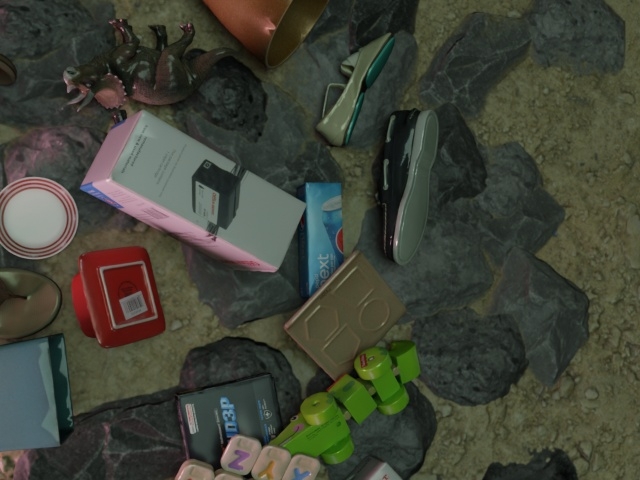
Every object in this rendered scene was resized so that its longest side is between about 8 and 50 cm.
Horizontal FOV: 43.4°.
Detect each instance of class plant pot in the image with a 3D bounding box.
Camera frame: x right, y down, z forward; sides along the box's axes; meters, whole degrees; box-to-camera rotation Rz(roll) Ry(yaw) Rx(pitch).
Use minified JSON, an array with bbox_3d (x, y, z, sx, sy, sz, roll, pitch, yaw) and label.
[{"bbox_3d":[-0.126,-0.478,1.433,0.254,0.237,0.237,36,75,3],"label":"plant pot"},{"bbox_3d":[-0.525,0.247,1.264,0.234,0.165,0.166,-7,87,-11],"label":"plant pot"}]

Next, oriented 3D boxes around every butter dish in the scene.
[{"bbox_3d":[-0.360,0.101,1.355,0.160,0.118,0.160,-10,85,-59],"label":"butter dish"}]

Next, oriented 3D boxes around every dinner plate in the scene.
[{"bbox_3d":[-0.487,-0.038,1.375,0.141,0.017,0.141,2,84,-16],"label":"dinner plate"}]

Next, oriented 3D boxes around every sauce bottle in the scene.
[{"bbox_3d":[-0.339,-0.166,1.420,0.042,0.042,0.128,-18,88,-18],"label":"sauce bottle"}]

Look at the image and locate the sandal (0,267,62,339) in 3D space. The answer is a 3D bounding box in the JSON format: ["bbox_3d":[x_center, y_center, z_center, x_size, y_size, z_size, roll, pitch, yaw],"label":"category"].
[{"bbox_3d":[-0.576,0.089,1.299,0.302,0.086,0.120,12,82,-16],"label":"sandal"}]

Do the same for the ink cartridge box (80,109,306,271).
[{"bbox_3d":[-0.212,-0.072,1.327,0.307,0.223,0.129,30,77,-24],"label":"ink cartridge box"}]

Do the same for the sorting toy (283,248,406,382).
[{"bbox_3d":[0.046,0.138,1.461,0.193,0.038,0.208,-46,130,-8],"label":"sorting toy"}]

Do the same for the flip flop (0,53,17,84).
[{"bbox_3d":[-0.586,-0.268,1.250,0.112,0.277,0.080,4,94,13],"label":"flip flop"}]

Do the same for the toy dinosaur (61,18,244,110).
[{"bbox_3d":[-0.298,-0.303,1.423,0.313,0.121,0.161,-2,97,-22],"label":"toy dinosaur"}]

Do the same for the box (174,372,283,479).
[{"bbox_3d":[-0.151,0.359,1.422,0.175,0.051,0.220,-10,88,-18],"label":"box"}]

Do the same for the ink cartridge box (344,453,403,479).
[{"bbox_3d":[0.120,0.521,1.470,0.153,0.087,0.208,-44,97,-16],"label":"ink cartridge box"}]

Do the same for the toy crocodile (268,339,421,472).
[{"bbox_3d":[0.050,0.290,1.448,0.340,0.105,0.115,-36,116,-19],"label":"toy crocodile"}]

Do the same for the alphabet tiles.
[{"bbox_3d":[-0.127,0.470,1.374,0.284,0.021,0.278,23,102,-19],"label":"alphabet tiles"}]

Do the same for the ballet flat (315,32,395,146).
[{"bbox_3d":[0.060,-0.300,1.538,0.086,0.086,0.249,28,79,-13],"label":"ballet flat"}]

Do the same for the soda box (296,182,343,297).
[{"bbox_3d":[0.000,0.000,1.493,0.071,0.067,0.210,-1,86,-17],"label":"soda box"}]

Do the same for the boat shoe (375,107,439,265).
[{"bbox_3d":[0.155,-0.104,1.541,0.114,0.091,0.303,30,70,-58],"label":"boat shoe"}]
